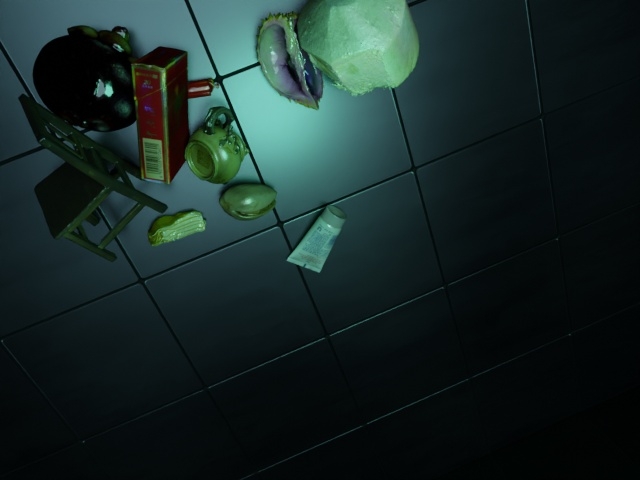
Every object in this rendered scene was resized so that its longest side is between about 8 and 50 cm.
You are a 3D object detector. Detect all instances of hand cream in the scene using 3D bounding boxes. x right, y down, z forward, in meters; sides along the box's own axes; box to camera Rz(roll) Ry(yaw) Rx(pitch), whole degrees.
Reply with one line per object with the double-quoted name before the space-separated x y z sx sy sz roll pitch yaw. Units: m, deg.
"hand cream" 0.000 0.000 1.623 0.133 0.083 0.248 25 115 -20

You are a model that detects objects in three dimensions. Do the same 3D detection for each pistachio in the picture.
"pistachio" -0.227 -0.127 1.495 0.185 0.124 0.124 -11 115 -26

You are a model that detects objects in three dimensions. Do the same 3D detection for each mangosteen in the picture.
"mangosteen" -0.586 -0.428 1.220 0.288 0.233 0.287 2 99 14

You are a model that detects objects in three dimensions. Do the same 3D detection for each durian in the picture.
"durian" -0.092 -0.519 1.358 0.187 0.154 0.260 1 116 10

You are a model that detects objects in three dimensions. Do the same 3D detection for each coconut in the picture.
"coconut" 0.100 -0.555 1.257 0.297 0.297 0.309 -53 152 10

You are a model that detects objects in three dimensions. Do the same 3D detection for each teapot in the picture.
"teapot" -0.293 -0.275 1.395 0.173 0.182 0.269 29 130 22

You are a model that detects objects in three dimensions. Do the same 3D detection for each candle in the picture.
"candle" -0.360 -0.441 1.366 0.131 0.052 0.052 -13 114 -8

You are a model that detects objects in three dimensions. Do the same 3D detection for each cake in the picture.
"cake" -0.458 -0.041 1.476 0.185 0.116 0.079 -3 111 -7

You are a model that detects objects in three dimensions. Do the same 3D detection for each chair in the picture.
"chair" -0.650 -0.138 1.231 0.241 0.203 0.416 -40 152 6

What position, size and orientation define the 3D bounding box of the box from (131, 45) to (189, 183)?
"box" -0.424 -0.338 1.269 0.089 0.197 0.313 9 124 -2
